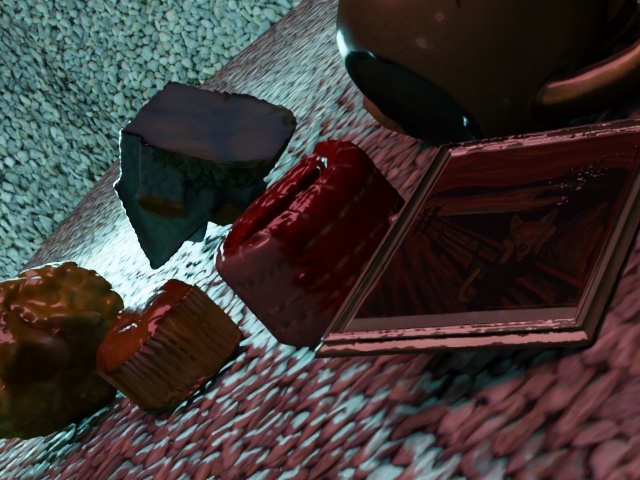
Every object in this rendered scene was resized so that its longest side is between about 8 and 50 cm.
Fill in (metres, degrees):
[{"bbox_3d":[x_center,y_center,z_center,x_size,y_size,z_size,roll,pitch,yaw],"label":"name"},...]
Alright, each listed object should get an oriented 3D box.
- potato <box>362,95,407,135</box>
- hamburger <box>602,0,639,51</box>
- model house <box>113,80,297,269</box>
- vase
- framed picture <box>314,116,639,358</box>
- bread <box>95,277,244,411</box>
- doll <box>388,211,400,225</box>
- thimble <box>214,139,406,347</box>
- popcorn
[{"bbox_3d":[0.123,-0.177,1.535,0.147,0.112,0.112,-37,13,-4],"label":"potato"},{"bbox_3d":[0.279,-0.218,1.327,0.076,0.044,0.083,-45,11,-12],"label":"hamburger"},{"bbox_3d":[-0.174,-0.071,1.980,0.261,0.226,0.241,-61,-15,-62],"label":"model house"},{"bbox_3d":[0.200,-0.226,1.213,0.329,0.241,0.302,26,75,38],"label":"vase"},{"bbox_3d":[0.134,-0.010,0.990,0.216,0.016,0.273,-7,33,33],"label":"framed picture"},{"bbox_3d":[-0.175,0.115,1.486,0.132,0.114,0.190,-52,10,-25],"label":"bread"},{"bbox_3d":[0.095,-0.001,1.091,0.127,0.084,0.073,-51,-5,-9],"label":"doll"},{"bbox_3d":[-0.001,0.003,1.277,0.163,0.125,0.189,-21,25,53],"label":"thimble"},{"bbox_3d":[-0.340,0.138,1.704,0.251,0.206,0.237,-13,11,32],"label":"popcorn"}]
